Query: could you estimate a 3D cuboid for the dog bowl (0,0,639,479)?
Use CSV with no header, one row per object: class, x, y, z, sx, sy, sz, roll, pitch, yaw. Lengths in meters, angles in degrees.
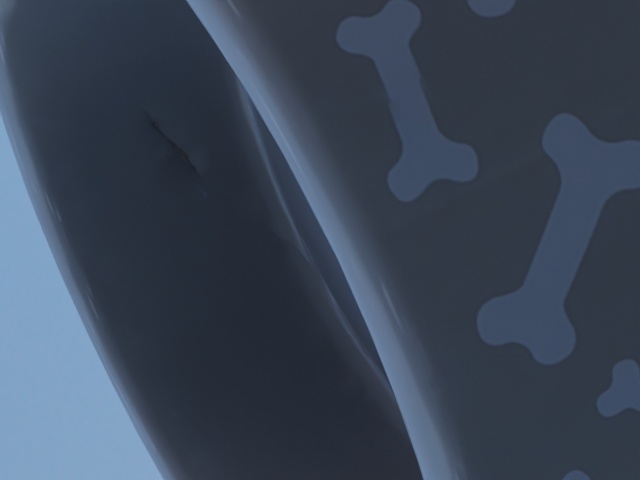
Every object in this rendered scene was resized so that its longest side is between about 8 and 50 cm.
dog bowl,0.000,0.000,0.498,0.102,0.349,0.349,-27,-105,-20
